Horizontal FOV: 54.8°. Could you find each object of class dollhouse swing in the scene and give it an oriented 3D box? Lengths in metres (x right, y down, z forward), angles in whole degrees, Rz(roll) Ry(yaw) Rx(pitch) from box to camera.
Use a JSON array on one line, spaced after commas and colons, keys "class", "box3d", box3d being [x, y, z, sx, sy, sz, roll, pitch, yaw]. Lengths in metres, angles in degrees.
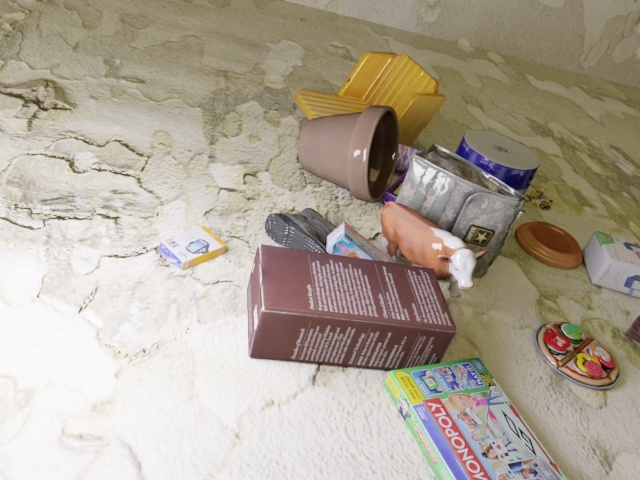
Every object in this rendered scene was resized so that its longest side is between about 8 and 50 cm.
[{"class": "dollhouse swing", "box3d": [0.144, -0.485, 2.010, 0.304, 0.315, 0.347, 18, 29, -38]}]

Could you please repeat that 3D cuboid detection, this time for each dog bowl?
[{"class": "dog bowl", "box3d": [0.575, -0.258, 2.031, 0.264, 0.104, 0.265, 12, 35, -9]}]

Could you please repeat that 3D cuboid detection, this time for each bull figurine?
[{"class": "bull figurine", "box3d": [0.243, 0.031, 1.378, 0.101, 0.189, 0.310, -22, 44, -23]}]

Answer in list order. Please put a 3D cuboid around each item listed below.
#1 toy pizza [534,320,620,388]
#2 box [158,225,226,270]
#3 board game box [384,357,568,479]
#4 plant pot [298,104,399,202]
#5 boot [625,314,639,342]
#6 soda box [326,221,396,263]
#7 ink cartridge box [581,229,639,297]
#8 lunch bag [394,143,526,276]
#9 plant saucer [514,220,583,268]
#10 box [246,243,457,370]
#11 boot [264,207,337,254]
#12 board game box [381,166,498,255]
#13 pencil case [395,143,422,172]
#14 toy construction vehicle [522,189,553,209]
[{"class": "toy pizza", "box3d": [0.581, 0.249, 1.390, 0.201, 0.032, 0.201, 12, 35, -8]}, {"class": "box", "box3d": [-0.280, 0.017, 1.327, 0.081, 0.028, 0.136, 38, 41, 26]}, {"class": "board game box", "box3d": [0.277, 0.352, 1.097, 0.213, 0.046, 0.317, -1, 39, -28]}, {"class": "plant pot", "box3d": [0.071, -0.252, 1.697, 0.229, 0.263, 0.263, 13, 31, 23]}, {"class": "boot", "box3d": [0.882, 0.227, 1.493, 0.248, 0.090, 0.207, -26, 53, -35]}, {"class": "soda box", "box3d": [0.098, 0.042, 1.370, 0.183, 0.058, 0.063, 38, 28, -21]}, {"class": "ink cartridge box", "box3d": [0.854, 0.073, 1.707, 0.212, 0.093, 0.154, 18, 34, -3]}, {"class": "lunch bag", "box3d": [0.336, -0.065, 1.535, 0.287, 0.235, 0.169, 31, 32, 18]}, {"class": "plant saucer", "box3d": [0.656, 0.005, 1.761, 0.199, 0.037, 0.200, 12, 34, -8]}, {"class": "box", "box3d": [0.052, 0.138, 1.214, 0.381, 0.143, 0.191, 10, 36, -14]}, {"class": "boot", "box3d": [0.000, 0.000, 1.437, 0.161, 0.083, 0.246, -13, 46, -45]}, {"class": "board game box", "box3d": [0.365, -0.084, 1.746, 0.346, 0.056, 0.208, 28, 40, 14]}, {"class": "pencil case", "box3d": [0.208, -0.261, 1.893, 0.206, 0.088, 0.086, 17, 74, -2]}, {"class": "toy construction vehicle", "box3d": [0.698, -0.137, 1.977, 0.098, 0.035, 0.086, -5, 40, -29]}]
